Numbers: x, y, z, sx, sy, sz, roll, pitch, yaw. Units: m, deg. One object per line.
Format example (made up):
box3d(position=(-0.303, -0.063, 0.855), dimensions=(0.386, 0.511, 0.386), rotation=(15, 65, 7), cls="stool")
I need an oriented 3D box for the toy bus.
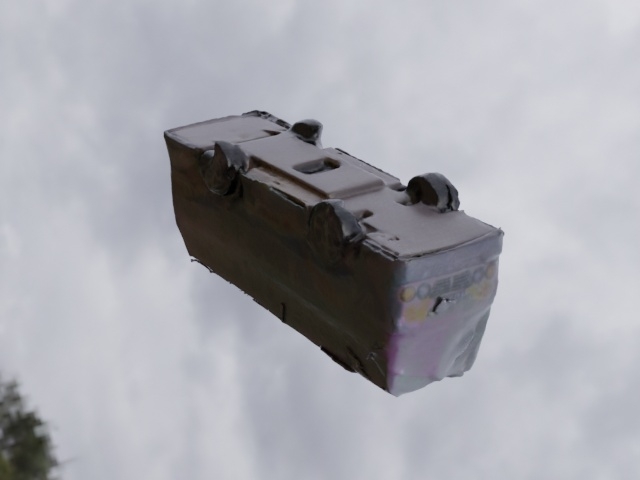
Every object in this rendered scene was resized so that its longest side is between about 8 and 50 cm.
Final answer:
box3d(position=(0.000, 0.000, 1.071), dimensions=(0.317, 0.112, 0.138), rotation=(33, -49, 51), cls="toy bus")
